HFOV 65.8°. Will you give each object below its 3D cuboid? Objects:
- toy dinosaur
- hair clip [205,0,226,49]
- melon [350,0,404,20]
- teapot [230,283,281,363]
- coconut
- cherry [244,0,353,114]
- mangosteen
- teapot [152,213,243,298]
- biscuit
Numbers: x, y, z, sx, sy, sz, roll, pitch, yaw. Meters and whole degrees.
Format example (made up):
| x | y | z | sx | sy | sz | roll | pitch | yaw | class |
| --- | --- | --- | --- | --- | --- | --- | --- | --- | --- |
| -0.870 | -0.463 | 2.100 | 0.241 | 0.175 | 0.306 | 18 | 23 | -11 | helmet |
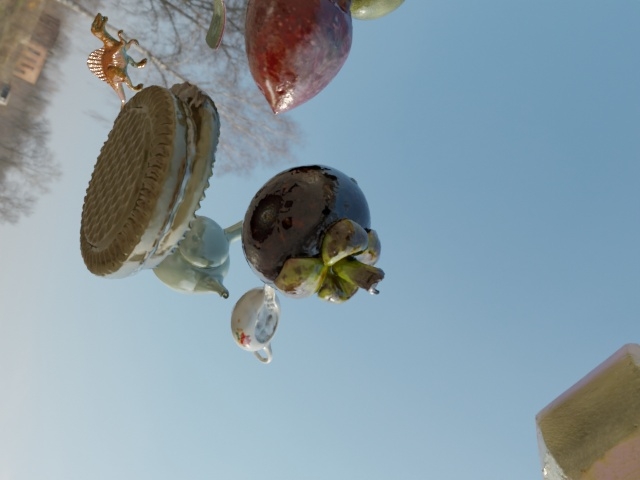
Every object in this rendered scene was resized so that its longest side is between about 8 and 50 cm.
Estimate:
| x | y | z | sx | sy | sz | roll | pitch | yaw | class |
| --- | --- | --- | --- | --- | --- | --- | --- | --- | --- |
| -0.479 | -0.397 | 1.144 | 0.212 | 0.142 | 0.057 | -56 | -130 | 24 | toy dinosaur |
| -0.233 | -0.495 | 1.105 | 0.054 | 0.022 | 0.137 | 48 | -39 | 23 | hair clip |
| 0.128 | -0.561 | 1.130 | 0.162 | 0.099 | 0.099 | -22 | -142 | -12 | melon |
| -0.146 | 0.184 | 1.120 | 0.092 | 0.145 | 0.226 | 15 | -56 | 29 | teapot |
| 0.407 | 0.288 | 0.652 | 0.245 | 0.233 | 0.233 | -51 | -141 | 16 | coconut |
| -0.045 | -0.340 | 0.854 | 0.175 | 0.192 | 0.249 | 17 | -83 | 23 | cherry |
| 0.000 | 0.000 | 0.683 | 0.217 | 0.192 | 0.192 | 36 | -79 | 38 | mangosteen |
| -0.283 | -0.005 | 1.239 | 0.149 | 0.220 | 0.318 | -29 | -155 | 37 | teapot |
| -0.214 | -0.076 | 0.606 | 0.259 | 0.079 | 0.259 | -22 | -121 | 42 | biscuit |
